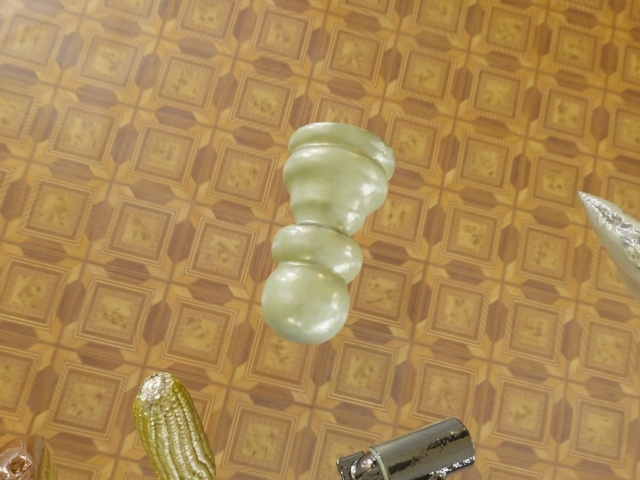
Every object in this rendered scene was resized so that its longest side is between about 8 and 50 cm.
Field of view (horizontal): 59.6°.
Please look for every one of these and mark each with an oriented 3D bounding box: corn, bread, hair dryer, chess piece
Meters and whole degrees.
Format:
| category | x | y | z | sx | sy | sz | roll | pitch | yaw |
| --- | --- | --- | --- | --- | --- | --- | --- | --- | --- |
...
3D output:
| category | x | y | z | sx | sy | sz | roll | pitch | yaw |
| --- | --- | --- | --- | --- | --- | --- | --- | --- | --- |
| corn | -0.182 | 0.248 | 0.699 | 0.080 | 0.231 | 0.080 | -3 | 40 | 2 |
| bread | -0.511 | 0.416 | 0.872 | 0.184 | 0.234 | 0.111 | -27 | 107 | -23 |
| hair dryer | 0.155 | 0.381 | 0.755 | 0.195 | 0.078 | 0.248 | -12 | 49 | -21 |
| chess piece | 0.000 | 0.000 | 0.678 | 0.144 | 0.144 | 0.252 | 16 | 69 | -3 |

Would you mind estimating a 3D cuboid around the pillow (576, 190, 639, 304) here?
| category | x | y | z | sx | sy | sz | roll | pitch | yaw |
| --- | --- | --- | --- | --- | --- | --- | --- | --- | --- |
| pillow | 0.401 | 0.041 | 0.692 | 0.050 | 0.148 | 0.230 | -34 | 124 | 17 |
